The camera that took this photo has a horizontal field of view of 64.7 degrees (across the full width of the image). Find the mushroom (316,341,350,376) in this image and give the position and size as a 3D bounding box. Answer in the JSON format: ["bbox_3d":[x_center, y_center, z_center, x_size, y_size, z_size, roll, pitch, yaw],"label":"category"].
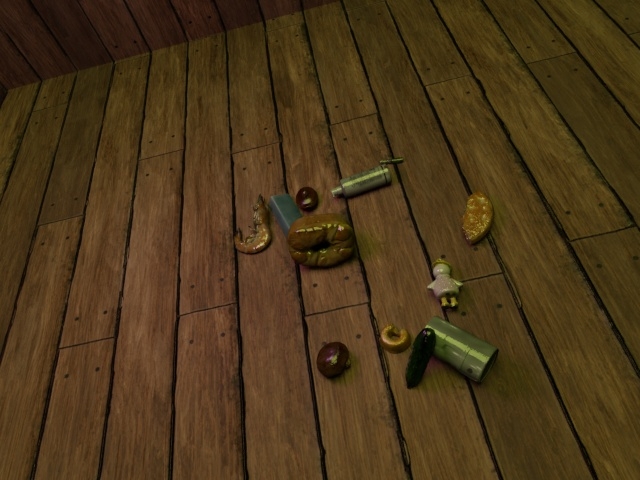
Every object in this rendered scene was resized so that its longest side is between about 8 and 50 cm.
[{"bbox_3d":[0.041,0.405,1.725,0.127,0.087,0.127,-24,35,19],"label":"mushroom"}]

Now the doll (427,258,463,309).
[{"bbox_3d":[0.442,0.149,1.806,0.129,0.081,0.207,-4,51,1],"label":"doll"}]

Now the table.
[{"bbox_3d":[0.443,0.348,1.629,0.220,0.126,0.126,29,65,30],"label":"table"}]

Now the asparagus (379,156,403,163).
[{"bbox_3d":[0.313,-0.354,2.246,0.108,0.021,0.025,-5,49,11],"label":"asparagus"}]

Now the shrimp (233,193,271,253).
[{"bbox_3d":[-0.295,-0.070,2.170,0.169,0.058,0.296,-12,56,8],"label":"shrimp"}]

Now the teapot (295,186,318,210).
[{"bbox_3d":[-0.060,-0.183,2.175,0.098,0.078,0.129,-12,53,6],"label":"teapot"}]

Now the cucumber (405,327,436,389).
[{"bbox_3d":[0.314,0.378,1.611,0.069,0.227,0.069,12,21,-4],"label":"cucumber"}]

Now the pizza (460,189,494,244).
[{"bbox_3d":[0.607,-0.089,1.954,0.127,0.058,0.246,0,56,12],"label":"pizza"}]

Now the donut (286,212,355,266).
[{"bbox_3d":[0.000,0.000,1.948,0.261,0.208,0.128,-1,40,-4],"label":"donut"}]

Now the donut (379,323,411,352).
[{"bbox_3d":[0.254,0.335,1.740,0.108,0.043,0.097,14,58,27],"label":"donut"}]

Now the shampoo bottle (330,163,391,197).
[{"bbox_3d":[0.169,-0.246,2.162,0.262,0.085,0.085,-19,52,0],"label":"shampoo bottle"}]

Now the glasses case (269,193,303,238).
[{"bbox_3d":[-0.132,-0.098,2.145,0.105,0.056,0.266,-27,53,-6],"label":"glasses case"}]
